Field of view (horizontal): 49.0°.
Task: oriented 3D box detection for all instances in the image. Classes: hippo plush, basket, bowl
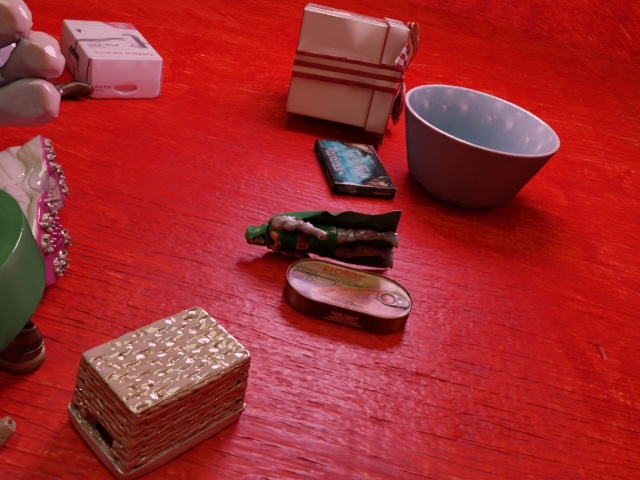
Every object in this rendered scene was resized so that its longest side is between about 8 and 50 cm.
[{"bbox_3d":[-0.550,-0.262,1.177,0.234,0.294,0.236,16,5,-19],"label":"hippo plush"},{"bbox_3d":[-0.168,0.156,0.756,0.113,0.103,0.167,37,37,29],"label":"basket"},{"bbox_3d":[0.299,-0.174,1.408,0.312,0.163,0.311,10,32,-6],"label":"bowl"}]

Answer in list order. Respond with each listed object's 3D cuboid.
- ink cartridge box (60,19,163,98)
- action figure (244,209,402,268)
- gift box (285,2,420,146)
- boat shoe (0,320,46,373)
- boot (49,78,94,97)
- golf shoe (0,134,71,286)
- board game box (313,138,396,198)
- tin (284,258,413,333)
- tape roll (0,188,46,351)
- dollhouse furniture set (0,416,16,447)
[{"bbox_3d":[-0.447,-0.388,1.497,0.159,0.092,0.218,-8,40,-32],"label":"ink cartridge box"},{"bbox_3d":[0.000,0.000,1.078,0.232,0.137,0.063,5,45,-1],"label":"action figure"},{"bbox_3d":[0.070,-0.366,1.535,0.258,0.255,0.276,11,26,-4],"label":"gift box"},{"bbox_3d":[-0.395,0.090,0.805,0.178,0.060,0.064,20,32,8],"label":"boat shoe"},{"bbox_3d":[-0.498,-0.273,1.348,0.106,0.037,0.114,-3,31,-4],"label":"boot"},{"bbox_3d":[-0.421,-0.031,0.961,0.140,0.115,0.306,-14,38,-12],"label":"golf shoe"},{"bbox_3d":[0.065,-0.144,1.392,0.126,0.026,0.186,4,34,-17],"label":"board game box"},{"bbox_3d":[0.040,0.080,1.026,0.190,0.040,0.106,15,36,0],"label":"tin"},{"bbox_3d":[-0.457,0.053,0.726,0.321,0.077,0.321,-5,35,4],"label":"tape roll"},{"bbox_3d":[-0.375,0.173,0.735,0.081,0.091,0.114,-38,21,-5],"label":"dollhouse furniture set"}]
